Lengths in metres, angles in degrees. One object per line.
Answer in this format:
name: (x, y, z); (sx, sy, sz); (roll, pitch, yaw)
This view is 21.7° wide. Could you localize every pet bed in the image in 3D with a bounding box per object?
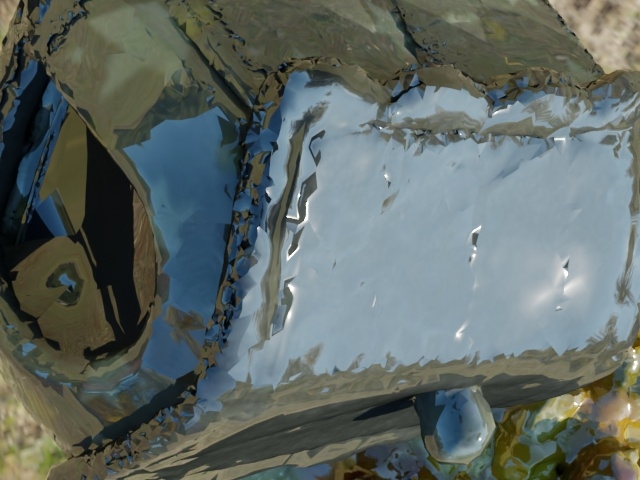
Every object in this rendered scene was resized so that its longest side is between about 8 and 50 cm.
pet bed: (0.000, 0.000, 0.566); (0.211, 0.159, 0.183); (-5, 136, -44)

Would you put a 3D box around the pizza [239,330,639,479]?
pizza: (0.031, 0.084, 0.776); (0.268, 0.087, 0.257); (2, 97, 8)
